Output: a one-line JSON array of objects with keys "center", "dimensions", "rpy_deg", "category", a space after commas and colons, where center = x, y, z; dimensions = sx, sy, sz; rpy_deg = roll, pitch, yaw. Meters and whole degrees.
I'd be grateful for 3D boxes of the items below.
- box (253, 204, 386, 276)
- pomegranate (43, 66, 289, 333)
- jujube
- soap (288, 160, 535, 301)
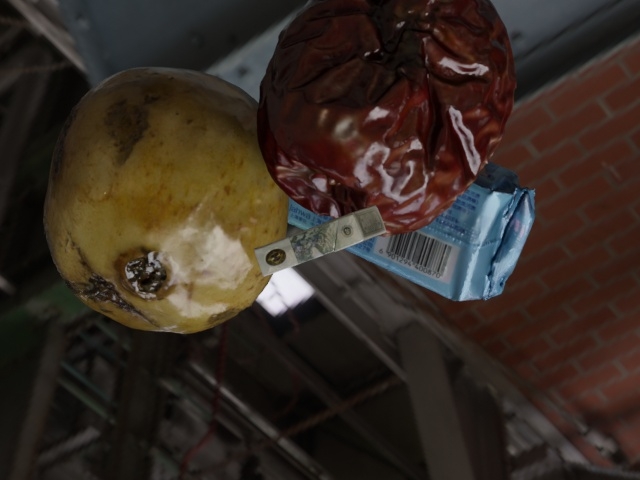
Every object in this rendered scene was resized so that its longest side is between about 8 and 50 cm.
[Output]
[{"center": [0.000, 0.000, 0.962], "dimensions": [0.083, 0.024, 0.054], "rpy_deg": [-20, 177, 22], "category": "box"}, {"center": [-0.145, -0.040, 1.282], "dimensions": [0.260, 0.260, 0.260], "rpy_deg": [-31, -146, 23], "category": "pomegranate"}, {"center": [0.059, -0.123, 1.150], "dimensions": [0.213, 0.213, 0.232], "rpy_deg": [3, -124, 52], "category": "jujube"}, {"center": [0.084, -0.045, 1.449], "dimensions": [0.077, 0.293, 0.156], "rpy_deg": [-40, 152, -55], "category": "soap"}]
